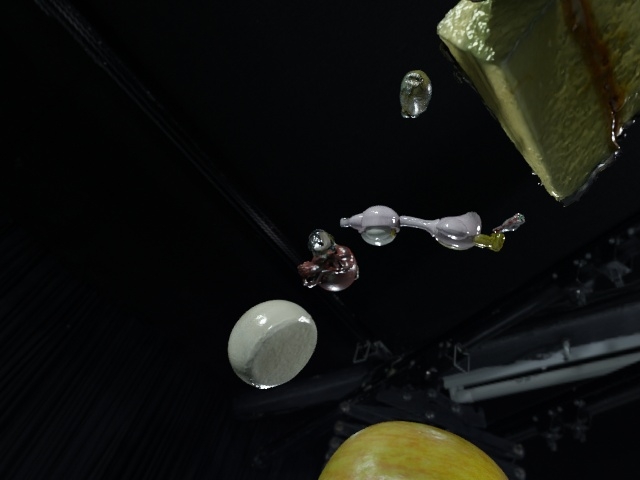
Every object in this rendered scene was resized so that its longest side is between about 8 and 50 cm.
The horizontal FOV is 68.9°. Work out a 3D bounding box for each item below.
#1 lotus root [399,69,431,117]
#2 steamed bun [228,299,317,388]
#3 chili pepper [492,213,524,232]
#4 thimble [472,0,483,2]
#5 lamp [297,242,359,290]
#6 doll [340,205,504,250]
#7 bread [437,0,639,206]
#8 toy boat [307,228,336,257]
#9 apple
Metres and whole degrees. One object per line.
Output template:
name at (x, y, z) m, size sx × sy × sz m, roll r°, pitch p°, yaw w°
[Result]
lotus root at (0.248, -0.379, 1.223) m, size 0.088 × 0.088 × 0.165 m, roll 11°, pitch -21°, yaw 10°
steamed bun at (-0.158, 0.302, 1.431) m, size 0.177 × 0.283 × 0.282 m, roll 35°, pitch -37°, yaw 40°
chili pepper at (0.632, -0.051, 1.558) m, size 0.050 × 0.041 × 0.153 m, roll 16°, pitch -28°, yaw -11°
thimble at (0.264, -0.460, 0.696) m, size 0.149 × 0.211 × 0.185 m, roll 8°, pitch -46°, yaw 43°
lamp at (0.047, 0.092, 1.496) m, size 0.215 × 0.223 × 0.151 m, roll -28°, pitch -83°, yaw 31°
doll at (0.226, -0.029, 1.082) m, size 0.366 × 0.160 × 0.094 m, roll 4°, pitch -90°, yaw 13°
bread at (0.436, -0.343, 0.851) m, size 0.346 × 0.242 × 0.405 m, roll -40°, pitch -61°, yaw 8°
toy boat at (0.000, 0.000, 1.356) m, size 0.085 × 0.066 × 0.210 m, roll -19°, pitch -15°, yaw 0°
apple at (0.121, 0.350, 0.548) m, size 0.265 × 0.264 × 0.264 m, roll 9°, pitch -50°, yaw 11°
